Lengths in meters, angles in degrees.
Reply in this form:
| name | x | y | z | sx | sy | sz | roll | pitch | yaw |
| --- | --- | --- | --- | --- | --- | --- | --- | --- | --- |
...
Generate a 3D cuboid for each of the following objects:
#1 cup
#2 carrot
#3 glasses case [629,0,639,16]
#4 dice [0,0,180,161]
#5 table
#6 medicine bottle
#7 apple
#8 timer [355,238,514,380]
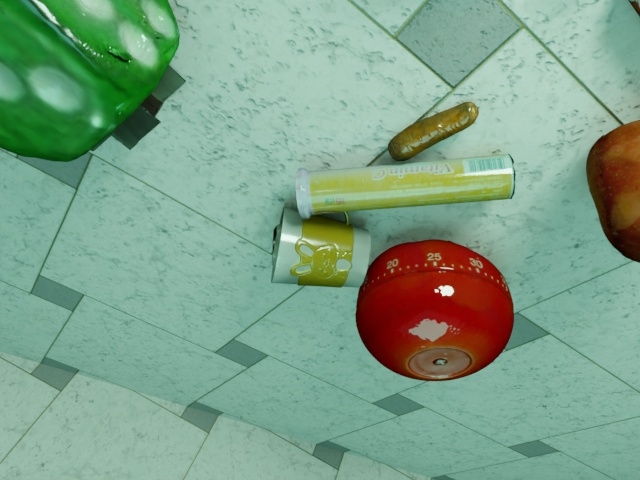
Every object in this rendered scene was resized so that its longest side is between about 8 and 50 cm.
| name | x | y | z | sx | sy | sz | roll | pitch | yaw |
| --- | --- | --- | --- | --- | --- | --- | --- | --- | --- |
| cup | 0.000 | 0.000 | 1.104 | 0.226 | 0.185 | 0.241 | 11 | 107 | -8 |
| carrot | 0.213 | -0.211 | 0.896 | 0.186 | 0.060 | 0.060 | -26 | 127 | 28 |
| glasses case | 0.559 | -0.324 | 0.692 | 0.267 | 0.067 | 0.103 | 33 | 135 | -23 |
| dice | -0.424 | -0.322 | 0.730 | 0.300 | 0.287 | 0.297 | -23 | 128 | 32 |
| table | -0.358 | -0.246 | 0.904 | 0.175 | 0.146 | 0.062 | -25 | 127 | 33 |
| medicine bottle | 0.167 | -0.110 | 0.958 | 0.426 | 0.108 | 0.108 | -3 | 136 | 10 |
| apple | 0.592 | -0.085 | 0.811 | 0.206 | 0.251 | 0.271 | -12 | 121 | 35 |
| timer | 0.276 | 0.182 | 1.151 | 0.378 | 0.279 | 0.378 | 4 | 137 | 3 |
